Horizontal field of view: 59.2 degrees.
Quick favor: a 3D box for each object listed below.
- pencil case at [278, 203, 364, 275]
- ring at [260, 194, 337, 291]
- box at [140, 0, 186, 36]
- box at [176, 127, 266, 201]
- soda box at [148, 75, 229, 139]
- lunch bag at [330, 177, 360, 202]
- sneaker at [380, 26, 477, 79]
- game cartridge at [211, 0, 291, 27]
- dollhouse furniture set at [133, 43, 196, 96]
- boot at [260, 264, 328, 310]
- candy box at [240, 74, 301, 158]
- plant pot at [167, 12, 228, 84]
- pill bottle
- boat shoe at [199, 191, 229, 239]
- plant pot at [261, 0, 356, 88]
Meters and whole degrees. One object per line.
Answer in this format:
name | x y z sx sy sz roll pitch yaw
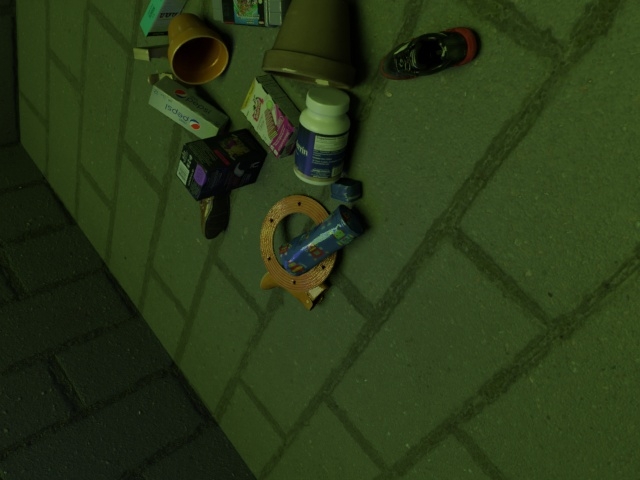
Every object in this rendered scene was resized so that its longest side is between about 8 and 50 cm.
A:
pencil case | 0.000 0.000 1.829 0.306 0.133 0.119 -34 109 31
ring | -0.076 0.010 1.973 0.337 0.032 0.336 1 92 35
box | -0.586 -0.866 2.114 0.244 0.100 0.060 -32 83 49
box | -0.354 -0.273 2.016 0.143 0.270 0.165 51 137 18
soda box | -0.493 -0.487 2.114 0.286 0.091 0.098 33 137 -4
lunch bag | 0.075 -0.154 1.765 0.098 0.067 0.065 19 122 40
sneaker | 0.240 -0.453 1.391 0.276 0.135 0.097 2 112 48
game cartridge | -0.232 -0.806 1.793 0.355 0.068 0.230 22 119 39
dollhouse furniture set | -0.618 -0.635 2.213 0.212 0.161 0.242 21 123 40
boot | -0.101 0.178 2.092 0.211 0.104 0.295 56 135 12
candy box | -0.157 -0.415 1.889 0.233 0.071 0.159 54 139 15
plant pot | -0.452 -0.694 1.996 0.188 0.205 0.205 63 143 28
pill bottle | 0.007 -0.311 1.687 0.153 0.153 0.264 37 135 30
boat shoe | -0.439 -0.155 2.307 0.104 0.111 0.307 38 123 34
plant pot | -0.018 -0.558 1.560 0.263 0.263 0.229 20 105 41
